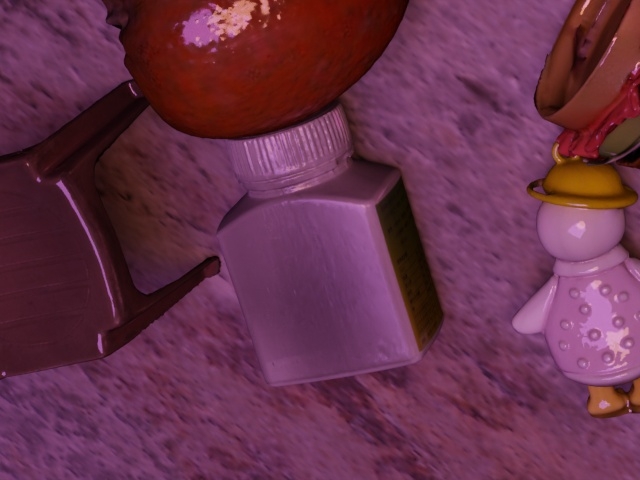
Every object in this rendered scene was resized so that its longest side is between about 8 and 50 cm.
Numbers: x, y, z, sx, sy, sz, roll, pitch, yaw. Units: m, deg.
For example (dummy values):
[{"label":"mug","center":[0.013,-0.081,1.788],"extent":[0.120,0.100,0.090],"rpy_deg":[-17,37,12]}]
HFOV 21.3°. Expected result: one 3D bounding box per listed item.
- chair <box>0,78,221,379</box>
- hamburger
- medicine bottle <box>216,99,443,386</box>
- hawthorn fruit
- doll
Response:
[{"label":"chair","center":[-0.234,0.026,1.196],"extent":[0.183,0.326,0.176],"rpy_deg":[-14,107,24]},{"label":"hamburger","center":[0.227,-0.110,1.077],"extent":[0.137,0.175,0.175],"rpy_deg":[26,118,-10]},{"label":"medicine bottle","center":[0.000,0.000,1.235],"extent":[0.132,0.088,0.188],"rpy_deg":[-10,107,23]},{"label":"hawthorn fruit","center":[-0.024,-0.178,1.128],"extent":[0.251,0.199,0.199],"rpy_deg":[-21,103,11]},{"label":"doll","center":[0.191,0.028,1.183],"extent":[0.129,0.081,0.207],"rpy_deg":[-11,105,15]}]
